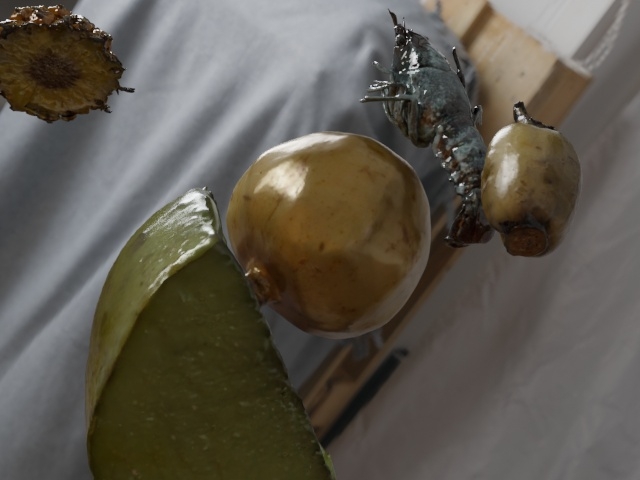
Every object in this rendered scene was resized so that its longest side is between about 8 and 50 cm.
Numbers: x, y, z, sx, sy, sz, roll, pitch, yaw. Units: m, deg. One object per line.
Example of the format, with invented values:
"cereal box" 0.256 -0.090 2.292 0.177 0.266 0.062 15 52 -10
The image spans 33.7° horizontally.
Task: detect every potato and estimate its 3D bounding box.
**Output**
"potato" -0.149 0.121 1.095 0.280 0.213 0.330 -123 -169 -65

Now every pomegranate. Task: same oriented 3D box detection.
"pomegranate" 0.000 0.000 1.629 0.342 0.342 0.342 31 20 -12

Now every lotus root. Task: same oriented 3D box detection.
"lotus root" 0.256 -0.078 1.277 0.125 0.118 0.221 68 30 -49

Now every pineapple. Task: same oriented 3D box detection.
"pineapple" -0.373 -0.247 1.499 0.221 0.221 0.047 23 42 -31

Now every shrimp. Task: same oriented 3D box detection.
"shrimp" 0.177 -0.178 1.637 0.221 0.166 0.410 2 45 -37
